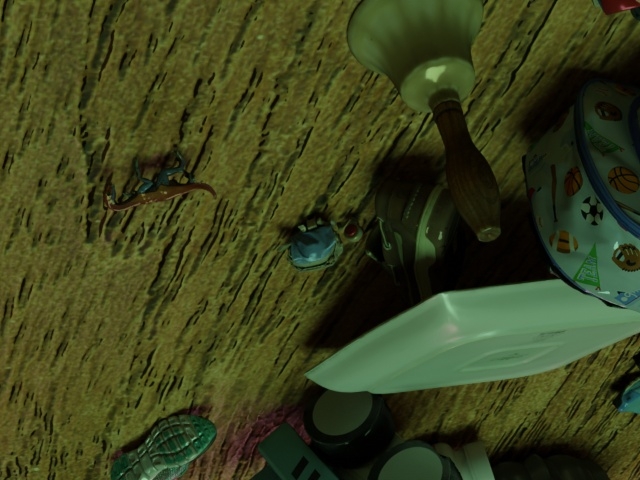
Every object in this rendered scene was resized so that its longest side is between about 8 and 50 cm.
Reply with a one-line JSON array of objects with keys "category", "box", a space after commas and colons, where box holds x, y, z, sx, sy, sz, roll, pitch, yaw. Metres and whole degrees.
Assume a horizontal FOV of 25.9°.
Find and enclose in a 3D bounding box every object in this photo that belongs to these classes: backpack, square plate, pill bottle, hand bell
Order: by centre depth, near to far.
[{"category": "hand bell", "box": [0.110, -0.101, 1.172, 0.126, 0.242, 0.126, -10, 144, -7]}, {"category": "backpack", "box": [0.335, -0.039, 1.342, 0.263, 0.276, 0.213, 9, 133, -21]}, {"category": "square plate", "box": [0.202, 0.110, 1.546, 0.347, 0.049, 0.344, -4, 164, -26]}, {"category": "pill bottle", "box": [0.140, 0.338, 1.897, 0.194, 0.108, 0.108, -18, 145, 2]}]

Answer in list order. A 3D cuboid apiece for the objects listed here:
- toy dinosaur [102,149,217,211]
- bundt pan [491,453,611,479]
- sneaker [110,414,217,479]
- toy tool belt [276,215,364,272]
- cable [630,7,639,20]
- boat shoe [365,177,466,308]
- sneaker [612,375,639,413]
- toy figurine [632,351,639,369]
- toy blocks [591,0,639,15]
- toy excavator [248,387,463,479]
[{"category": "toy dinosaur", "box": [-0.158, -0.049, 1.298, 0.082, 0.090, 0.047, -38, 133, -22]}, {"category": "bundt pan", "box": [0.298, 0.422, 2.057, 0.331, 0.124, 0.330, -11, 145, -8]}, {"category": "sneaker", "box": [-0.185, 0.265, 1.731, 0.166, 0.065, 0.076, -32, 158, 27]}, {"category": "toy tool belt", "box": [0.000, 0.000, 1.434, 0.083, 0.052, 0.051, -26, 152, 14]}, {"category": "cable", "box": [0.334, -0.241, 1.204, 0.184, 0.047, 0.150, -20, 170, -36]}, {"category": "boat shoe", "box": [0.097, 0.005, 1.467, 0.095, 0.095, 0.257, 19, 154, 13]}, {"category": "sneaker", "box": [0.476, 0.222, 1.893, 0.162, 0.073, 0.063, 1, 142, -21]}, {"category": "toy figurine", "box": [0.520, 0.189, 1.749, 0.148, 0.213, 0.209, -39, 137, 10]}, {"category": "toy blocks", "box": [0.322, -0.263, 1.014, 0.381, 0.260, 0.190, -21, 144, 9]}, {"category": "toy excavator", "box": [-0.064, 0.375, 1.725, 0.445, 0.433, 0.222, -39, 133, -9]}]
